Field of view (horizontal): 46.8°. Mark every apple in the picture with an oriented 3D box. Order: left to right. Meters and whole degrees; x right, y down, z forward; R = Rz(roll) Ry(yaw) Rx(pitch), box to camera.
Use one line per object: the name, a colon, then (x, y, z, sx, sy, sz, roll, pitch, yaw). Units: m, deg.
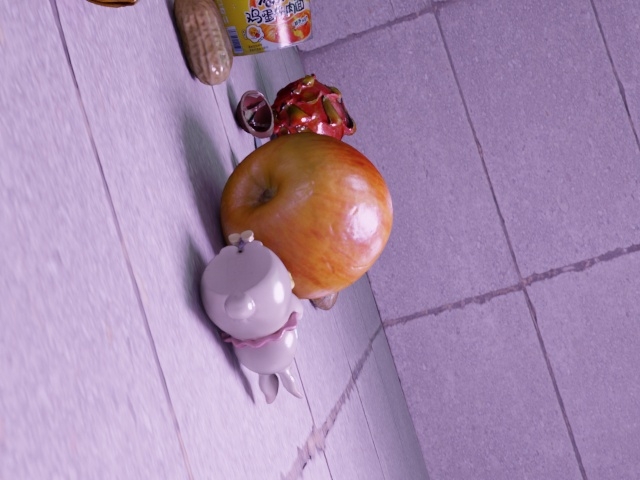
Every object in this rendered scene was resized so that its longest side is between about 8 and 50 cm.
apple: (-0.029, -0.044, 1.213, 0.233, 0.286, 0.285, 33, 37, -51)

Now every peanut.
peanut: (-0.212, -0.376, 1.348, 0.093, 0.083, 0.194, -7, 81, -68)

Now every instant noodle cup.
instant noodle cup: (-0.133, -0.557, 1.750, 0.264, 0.265, 0.200, -85, 164, -70)

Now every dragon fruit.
dragon fruit: (-0.037, -0.292, 2.003, 0.227, 0.243, 0.307, 158, -45, -76)

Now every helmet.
helmet: (-0.154, -0.267, 1.621, 0.089, 0.057, 0.111, -4, 80, -45)

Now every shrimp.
shrimp: (-0.005, 0.082, 1.801, 0.223, 0.048, 0.126, 57, 47, -46)

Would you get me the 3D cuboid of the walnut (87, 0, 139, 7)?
walnut: (-0.254, -0.354, 0.849, 0.180, 0.144, 0.144, 63, 10, -10)

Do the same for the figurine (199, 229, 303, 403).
figurine: (-0.085, 0.118, 1.070, 0.155, 0.127, 0.235, -113, -176, -49)

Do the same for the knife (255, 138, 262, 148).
knife: (-0.125, -0.162, 1.718, 0.063, 0.035, 0.260, 42, 25, -62)
